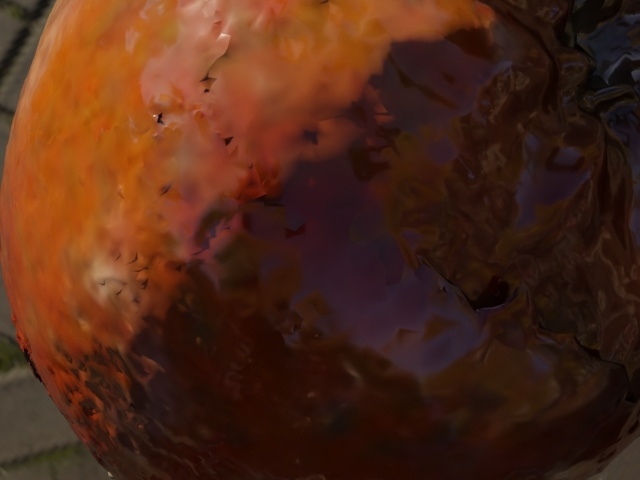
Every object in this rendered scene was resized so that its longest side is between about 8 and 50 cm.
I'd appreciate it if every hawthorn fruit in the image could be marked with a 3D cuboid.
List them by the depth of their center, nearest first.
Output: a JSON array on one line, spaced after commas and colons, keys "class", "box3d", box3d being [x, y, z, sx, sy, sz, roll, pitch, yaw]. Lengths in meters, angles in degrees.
[{"class": "hawthorn fruit", "box3d": [0.000, 0.000, 0.698, 0.307, 0.276, 0.276, -44, 67, 31]}]
